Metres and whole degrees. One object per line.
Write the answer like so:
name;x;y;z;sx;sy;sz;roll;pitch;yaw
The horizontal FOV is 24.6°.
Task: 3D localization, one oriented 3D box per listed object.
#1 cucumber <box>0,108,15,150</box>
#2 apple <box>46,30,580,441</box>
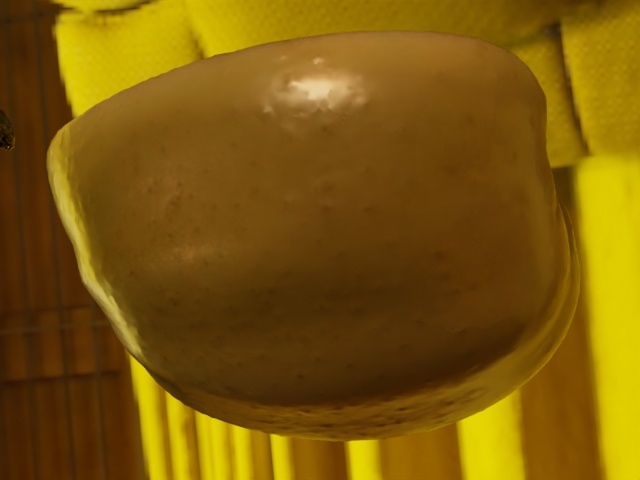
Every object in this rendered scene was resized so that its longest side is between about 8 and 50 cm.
cucumber;-0.446;-0.149;1.521;0.265;0.077;0.077;12;172;-10
apple;0.000;0.000;1.072;0.360;0.320;0.311;-10;-166;12
